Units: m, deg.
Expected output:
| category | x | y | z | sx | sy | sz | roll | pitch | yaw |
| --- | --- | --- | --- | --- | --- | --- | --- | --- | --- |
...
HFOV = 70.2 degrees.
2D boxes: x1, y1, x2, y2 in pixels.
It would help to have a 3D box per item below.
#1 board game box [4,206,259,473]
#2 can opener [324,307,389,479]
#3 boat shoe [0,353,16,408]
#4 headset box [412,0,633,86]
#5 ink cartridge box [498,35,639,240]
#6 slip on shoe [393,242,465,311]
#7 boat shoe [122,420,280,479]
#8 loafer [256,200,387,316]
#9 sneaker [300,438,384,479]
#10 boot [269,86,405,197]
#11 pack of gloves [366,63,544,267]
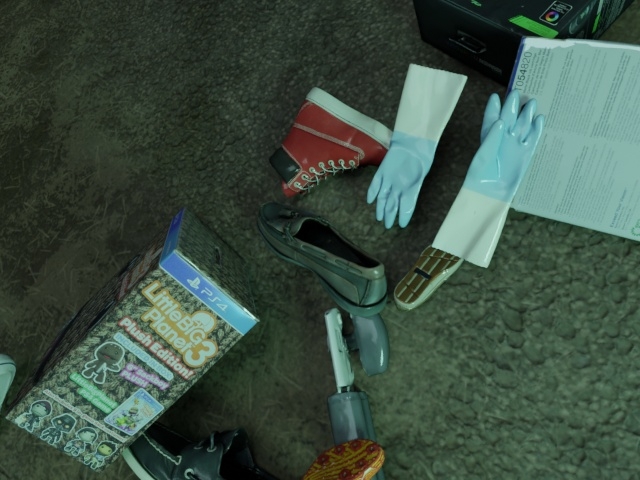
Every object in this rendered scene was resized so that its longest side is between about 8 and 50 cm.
| category | x | y | z | sx | sy | sz | roll | pitch | yaw |
| --- | --- | --- | --- | --- | --- | --- | --- | --- | --- |
| board game box | -0.249 | 0.122 | 0.657 | 0.291 | 0.141 | 0.232 | -44 | 21 | 2 |
| can opener | 0.061 | 0.221 | 0.606 | 0.095 | 0.076 | 0.284 | -18 | 68 | 15 |
| boat shoe | -0.625 | 0.329 | 0.828 | 0.084 | 0.095 | 0.258 | 35 | 97 | 23 |
| headset box | 0.311 | -0.386 | 0.688 | 0.283 | 0.131 | 0.246 | -46 | 62 | 2 |
| ink cartridge box | 0.341 | -0.130 | 0.578 | 0.223 | 0.045 | 0.224 | 19 | 112 | 23 |
| slip on shoe | 0.155 | 0.050 | 0.649 | 0.051 | 0.041 | 0.135 | 35 | 68 | 27 |
| boat shoe | -0.121 | 0.315 | 0.615 | 0.339 | 0.127 | 0.113 | 25 | 81 | 24 |
| loafer | 0.000 | 0.000 | 0.676 | 0.096 | 0.084 | 0.267 | -28 | 50 | -32 |
| sneaker | 0.007 | 0.303 | 0.532 | 0.175 | 0.067 | 0.064 | -38 | 25 | -10 |
| boot | 0.034 | -0.117 | 0.734 | 0.244 | 0.088 | 0.176 | 36 | 95 | 26 |
| pack of gloves | 0.168 | -0.103 | 0.609 | 0.195 | 0.046 | 0.232 | 22 | 105 | 20 |
